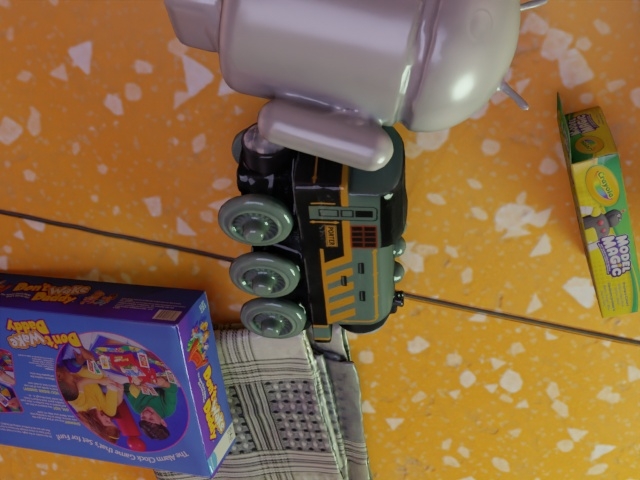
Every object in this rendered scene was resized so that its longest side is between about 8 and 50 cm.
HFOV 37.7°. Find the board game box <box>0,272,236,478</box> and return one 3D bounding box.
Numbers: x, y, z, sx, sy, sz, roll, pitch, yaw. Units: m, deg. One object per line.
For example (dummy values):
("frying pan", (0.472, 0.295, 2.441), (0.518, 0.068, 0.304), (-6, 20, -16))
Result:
("board game box", (-0.297, 0.168, 1.196), (0.347, 0.078, 0.233), (4, 120, 20))

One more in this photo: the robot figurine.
("robot figurine", (0.035, -0.219, 0.893), (0.354, 0.200, 0.299), (14, 82, 3))

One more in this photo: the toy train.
("toy train", (0.000, 0.000, 1.030), (0.190, 0.142, 0.334), (2, 141, 7))

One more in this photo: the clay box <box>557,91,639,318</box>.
("clay box", (0.299, -0.044, 1.006), (0.053, 0.127, 0.222), (-12, 118, 13))

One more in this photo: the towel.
("towel", (-0.098, 0.242, 1.267), (0.324, 0.056, 0.312), (-5, 119, 10))
